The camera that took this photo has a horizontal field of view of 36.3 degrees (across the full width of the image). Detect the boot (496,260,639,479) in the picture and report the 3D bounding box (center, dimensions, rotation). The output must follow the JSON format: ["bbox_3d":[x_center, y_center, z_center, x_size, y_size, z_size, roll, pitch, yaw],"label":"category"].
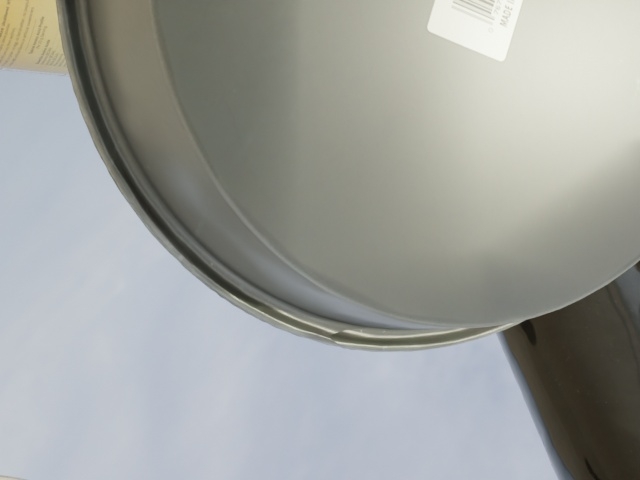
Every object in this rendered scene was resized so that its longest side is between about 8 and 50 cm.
[{"bbox_3d":[0.159,0.112,0.620,0.146,0.366,0.445,-51,-149,37],"label":"boot"}]

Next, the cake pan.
[{"bbox_3d":[0.053,-0.095,0.367,0.293,0.293,0.054,-50,-158,-9],"label":"cake pan"}]

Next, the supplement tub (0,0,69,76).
[{"bbox_3d":[-0.250,-0.265,0.895,0.228,0.316,0.228,-3,-93,57],"label":"supplement tub"}]

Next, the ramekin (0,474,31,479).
[{"bbox_3d":[-0.197,0.264,0.510,0.277,0.277,0.135,-56,-171,-22],"label":"ramekin"}]
